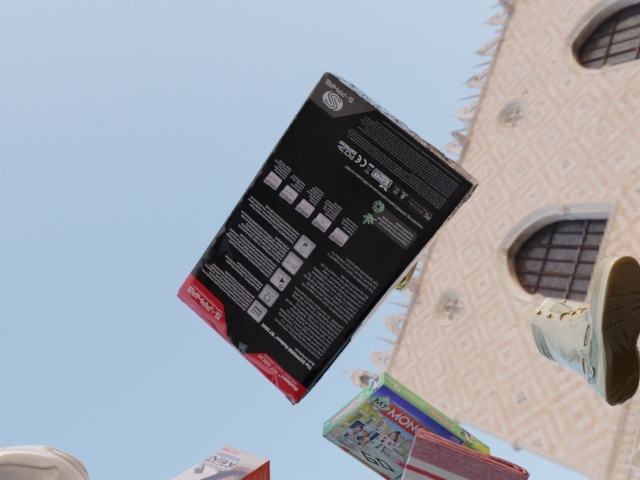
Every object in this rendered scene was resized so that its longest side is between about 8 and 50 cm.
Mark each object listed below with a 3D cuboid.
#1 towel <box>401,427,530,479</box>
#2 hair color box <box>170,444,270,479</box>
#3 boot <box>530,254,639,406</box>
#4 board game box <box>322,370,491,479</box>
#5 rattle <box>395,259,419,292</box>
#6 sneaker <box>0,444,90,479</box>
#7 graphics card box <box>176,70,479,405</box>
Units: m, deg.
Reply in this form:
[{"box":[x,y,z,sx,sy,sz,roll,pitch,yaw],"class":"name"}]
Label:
[{"box":[0.277,0.573,1.275,0.037,0.236,0.329,-43,-32,-63],"class":"towel"},{"box":[-0.163,0.379,0.908,0.167,0.093,0.054,-16,-72,-55],"class":"hair color box"},{"box":[0.459,0.128,1.042,0.095,0.203,0.262,-14,-71,-14],"class":"boot"},{"box":[0.192,0.451,1.337,0.317,0.046,0.213,37,-63,-12],"class":"board game box"},{"box":[0.185,0.014,1.429,0.130,0.142,0.200,27,-96,-53],"class":"rattle"},{"box":[-0.365,0.407,0.852,0.305,0.152,0.114,38,-87,-7],"class":"sneaker"},{"box":[0.000,0.000,0.783,0.232,0.094,0.371,40,-71,13],"class":"graphics card box"}]
